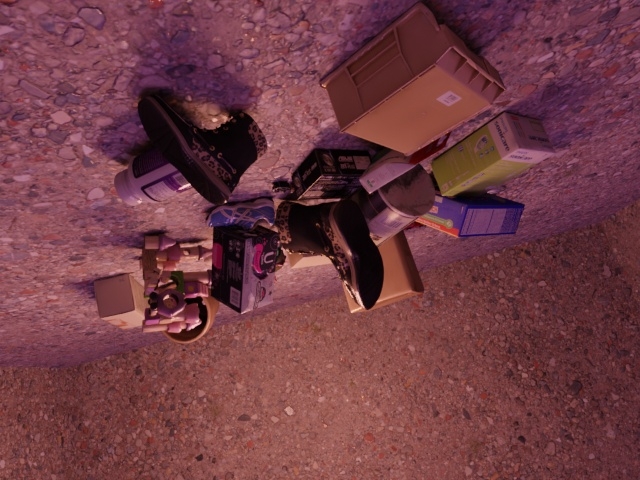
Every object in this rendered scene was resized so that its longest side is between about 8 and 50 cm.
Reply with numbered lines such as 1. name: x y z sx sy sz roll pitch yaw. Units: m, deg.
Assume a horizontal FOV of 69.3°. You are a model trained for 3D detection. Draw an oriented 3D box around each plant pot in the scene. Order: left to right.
1. plant pot: -0.564 0.296 2.064 0.263 0.263 0.229 -20 -178 14

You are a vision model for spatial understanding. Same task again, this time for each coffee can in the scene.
1. coffee can: 0.187 -0.108 1.421 0.201 0.201 0.275 -6 161 -30

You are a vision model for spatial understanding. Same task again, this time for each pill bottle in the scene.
1. pill bottle: -0.337 -0.144 0.990 0.193 0.108 0.108 -20 163 17

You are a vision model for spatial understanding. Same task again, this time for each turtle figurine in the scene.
1. turtle figurine: -0.177 0.052 1.623 0.118 0.175 0.234 16 126 -12

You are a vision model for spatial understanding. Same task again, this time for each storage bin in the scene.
1. storage bin: 0.189 -0.303 0.927 0.260 0.123 0.262 -28 159 36

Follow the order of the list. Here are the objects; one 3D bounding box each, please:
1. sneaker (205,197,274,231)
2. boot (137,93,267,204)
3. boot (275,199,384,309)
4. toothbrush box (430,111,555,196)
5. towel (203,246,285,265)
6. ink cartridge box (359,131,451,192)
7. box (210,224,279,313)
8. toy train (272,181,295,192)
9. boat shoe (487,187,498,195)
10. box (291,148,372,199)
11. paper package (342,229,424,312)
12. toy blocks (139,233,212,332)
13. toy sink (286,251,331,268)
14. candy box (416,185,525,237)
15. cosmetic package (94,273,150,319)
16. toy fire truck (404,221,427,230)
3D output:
1. sneaker: -0.236 -0.068 1.379 0.211 0.081 0.080 -13 165 -5
2. boot: -0.220 -0.209 0.905 0.085 0.236 0.178 -9 -144 47
3. boot: 0.027 0.033 1.431 0.284 0.377 0.138 10 -135 42
4. toothbrush box: 0.515 -0.247 1.404 0.206 0.122 0.283 -4 161 -37
5. towel: -0.280 0.045 1.776 0.282 0.049 0.187 3 154 -45
6. ink cartridge box: 0.218 -0.225 1.164 0.224 0.056 0.181 -32 -165 38
7. box: -0.239 0.078 1.466 0.163 0.247 0.142 21 -157 37
8. toy train: -0.066 -0.156 1.346 0.158 0.027 0.036 -4 149 -33
9. boat shoe: 0.621 -0.128 1.924 0.108 0.102 0.301 -3 160 -36
10. box: 0.035 -0.178 1.271 0.180 0.077 0.147 -5 161 -31
11. paper package: 0.242 0.118 1.993 0.309 0.325 0.168 -24 162 25
12. toy blocks: -0.437 0.135 1.507 0.260 0.289 0.309 0 156 -25
13. toy sink: 0.000 0.000 1.695 0.234 0.153 0.131 -5 160 -29
14. candy box: 0.493 -0.108 1.614 0.317 0.122 0.268 -2 -160 -34
15. cosmetic package: -0.762 0.246 1.810 0.129 0.153 0.296 -13 162 -12
16. toy fire truck: 0.450 -0.099 1.961 0.192 0.047 0.135 -10 162 -15
